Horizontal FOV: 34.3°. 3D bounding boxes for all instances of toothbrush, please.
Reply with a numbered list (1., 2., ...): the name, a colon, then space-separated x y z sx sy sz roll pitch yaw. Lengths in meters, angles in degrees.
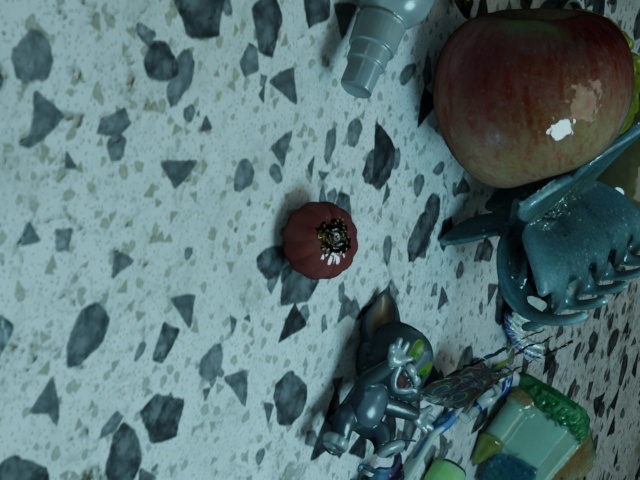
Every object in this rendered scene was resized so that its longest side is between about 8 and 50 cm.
1. toothbrush: 0.231 0.355 1.965 0.386 0.040 0.040 -47 139 -41

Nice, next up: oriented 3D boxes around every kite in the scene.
1. kite: 0.316 0.231 1.876 0.152 0.285 0.015 28 38 -47

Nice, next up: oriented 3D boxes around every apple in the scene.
1. apple: 0.335 -0.223 1.642 0.345 0.344 0.269 -26 120 -53

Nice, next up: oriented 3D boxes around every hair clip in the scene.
1. hair clip: 0.426 -0.006 1.804 0.318 0.392 0.238 -30 92 -35

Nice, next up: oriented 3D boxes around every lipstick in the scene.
1. lipstick: 0.182 0.546 1.926 0.304 0.076 0.076 -59 145 -29

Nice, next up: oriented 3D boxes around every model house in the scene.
1. model house: 0.423 0.492 2.242 0.325 0.194 0.267 -48 144 -18

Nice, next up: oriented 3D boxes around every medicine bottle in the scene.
1. medicine bottle: 0.109 -0.357 1.416 0.110 0.110 0.352 45 63 -55

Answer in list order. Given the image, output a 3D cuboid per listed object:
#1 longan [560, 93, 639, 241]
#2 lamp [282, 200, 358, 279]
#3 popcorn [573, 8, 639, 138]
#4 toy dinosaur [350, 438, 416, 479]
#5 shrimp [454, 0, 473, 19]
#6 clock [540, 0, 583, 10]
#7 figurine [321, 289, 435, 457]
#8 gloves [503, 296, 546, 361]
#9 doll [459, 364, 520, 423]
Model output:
1. longan: 0.595 -0.147 2.155 0.288 0.288 0.350 -3 98 -59
2. lamp: 0.000 0.000 1.394 0.107 0.092 0.107 3 84 -28
3. popcorn: 0.467 -0.287 1.893 0.270 0.224 0.258 9 115 -34
4. toy dinosaur: 0.098 0.400 1.723 0.197 0.080 0.045 -50 138 -37
5. shrimp: 0.190 -0.421 1.594 0.148 0.035 0.195 -43 129 -47
6. clock: 0.474 -0.374 2.077 0.226 0.049 0.226 -28 125 -50
7. figurine: 0.096 0.239 1.608 0.265 0.140 0.193 -48 117 -21
8. gloves: 0.437 0.165 2.179 0.119 0.097 0.229 -37 130 -34
9. doll: 0.356 0.305 2.137 0.227 0.057 0.114 -19 142 -56
